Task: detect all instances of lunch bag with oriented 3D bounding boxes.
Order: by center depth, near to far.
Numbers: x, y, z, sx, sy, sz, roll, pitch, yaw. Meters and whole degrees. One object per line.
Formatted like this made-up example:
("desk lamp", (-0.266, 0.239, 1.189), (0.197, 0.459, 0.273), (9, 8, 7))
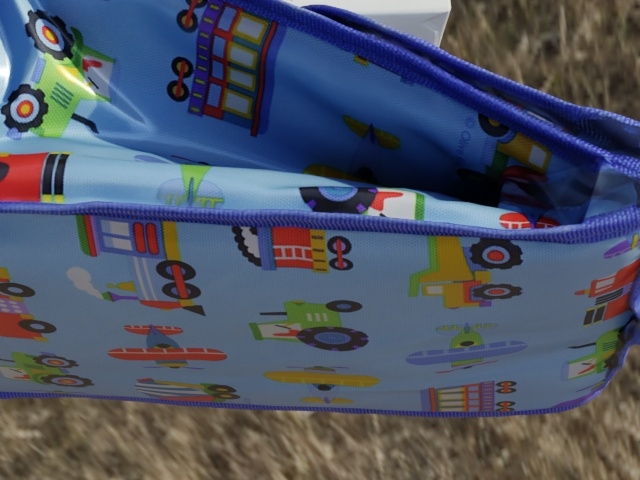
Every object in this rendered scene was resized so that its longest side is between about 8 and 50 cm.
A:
("lunch bag", (0.000, 0.000, 0.726), (0.293, 0.221, 0.138), (13, 70, 9))

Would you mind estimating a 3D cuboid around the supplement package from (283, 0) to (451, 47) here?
("supplement package", (-0.081, -0.130, 0.985), (0.262, 0.204, 0.145), (-2, 70, -6))
